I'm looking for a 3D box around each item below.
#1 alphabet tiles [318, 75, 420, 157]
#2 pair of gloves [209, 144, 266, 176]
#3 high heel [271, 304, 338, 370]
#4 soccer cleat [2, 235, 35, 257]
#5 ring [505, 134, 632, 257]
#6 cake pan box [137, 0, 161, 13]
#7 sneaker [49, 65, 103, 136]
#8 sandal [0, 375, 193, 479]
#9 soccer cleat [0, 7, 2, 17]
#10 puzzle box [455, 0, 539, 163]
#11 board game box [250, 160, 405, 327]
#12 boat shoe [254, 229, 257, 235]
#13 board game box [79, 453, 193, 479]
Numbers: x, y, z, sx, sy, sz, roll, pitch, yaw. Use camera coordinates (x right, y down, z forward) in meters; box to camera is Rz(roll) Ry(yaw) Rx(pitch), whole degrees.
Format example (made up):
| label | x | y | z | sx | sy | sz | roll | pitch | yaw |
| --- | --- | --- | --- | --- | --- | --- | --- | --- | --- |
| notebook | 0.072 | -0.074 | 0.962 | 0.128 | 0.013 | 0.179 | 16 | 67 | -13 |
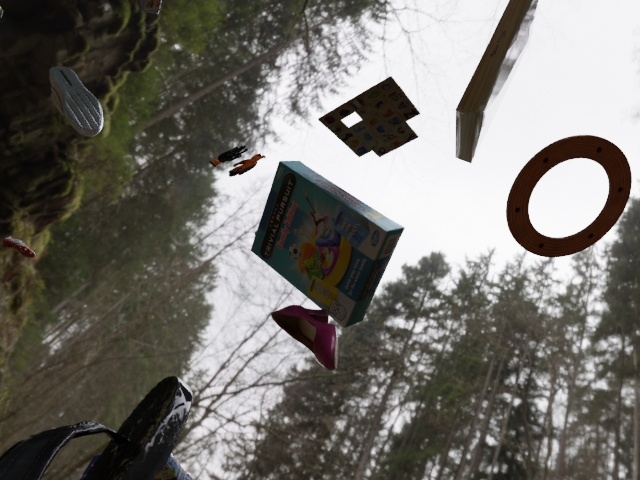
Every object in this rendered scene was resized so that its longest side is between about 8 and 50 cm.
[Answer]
| label | x | y | z | sx | sy | sz | roll | pitch | yaw |
| --- | --- | --- | --- | --- | --- | --- | --- | --- | --- |
| alphabet tiles | 0.139 | -0.283 | 1.246 | 0.198 | 0.009 | 0.237 | -25 | -31 | 25 |
| pair of gloves | -0.143 | -0.138 | 0.889 | 0.083 | 0.074 | 0.010 | 32 | -34 | 38 |
| high heel | -0.033 | 0.180 | 0.976 | 0.117 | 0.244 | 0.082 | 1 | -73 | -7 |
| soccer cleat | -0.765 | 0.016 | 1.305 | 0.083 | 0.036 | 0.029 | 28 | -67 | -12 |
| ring | 0.637 | -0.110 | 1.323 | 0.336 | 0.032 | 0.337 | -4 | -63 | -7 |
| cake pan box | -0.522 | -0.884 | 1.557 | 0.267 | 0.070 | 0.246 | -50 | -126 | 50 |
| sneaker | -0.645 | -0.353 | 1.360 | 0.258 | 0.094 | 0.091 | 55 | -35 | 26 |
| sandal | -0.262 | 0.261 | 0.384 | 0.107 | 0.446 | 0.167 | 48 | -40 | -11 |
| soccer cleat | -0.691 | -0.416 | 0.961 | 0.093 | 0.121 | 0.289 | 19 | -85 | 16 |
| puzzle box | 0.451 | -0.431 | 1.308 | 0.052 | 0.409 | 0.272 | 24 | -9 | 20 |
| board game box | 0.000 | 0.000 | 1.196 | 0.336 | 0.079 | 0.254 | 36 | -62 | 30 |
| boat shoe | -0.146 | -0.012 | 1.851 | 0.084 | 0.258 | 0.095 | -35 | -105 | 17 |
| board game box | -0.307 | 0.473 | 0.951 | 0.194 | 0.060 | 0.194 | -16 | -65 | 17 |
